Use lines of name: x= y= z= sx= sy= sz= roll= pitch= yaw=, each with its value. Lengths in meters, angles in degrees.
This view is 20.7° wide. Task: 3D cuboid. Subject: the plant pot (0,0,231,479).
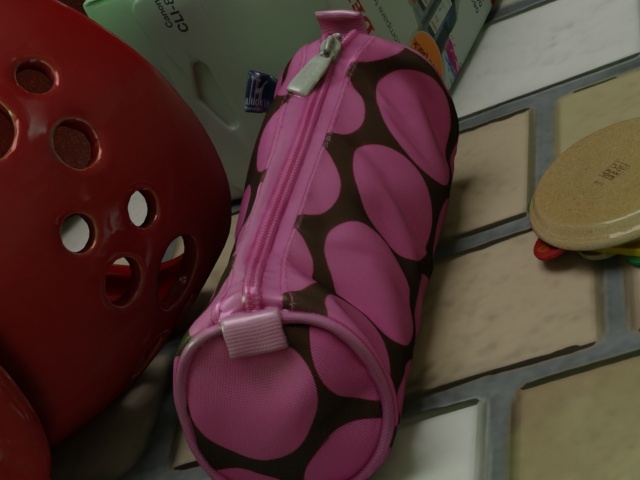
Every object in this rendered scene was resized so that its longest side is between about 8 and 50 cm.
plant pot: x=-0.157 y=0.011 z=0.732 sx=0.191 sy=0.191 sz=0.174 roll=-5 pitch=40 yaw=38

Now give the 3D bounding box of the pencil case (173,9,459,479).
pencil case: x=0.000 y=0.000 z=0.693 sx=0.095 sy=0.098 sz=0.209 roll=2 pitch=38 yaw=9

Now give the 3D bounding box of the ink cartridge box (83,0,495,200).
ink cartridge box: x=-0.006 y=-0.125 z=0.868 sx=0.127 sy=0.128 sz=0.176 roll=-9 pitch=36 yaw=33

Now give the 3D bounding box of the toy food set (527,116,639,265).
toy food set: x=0.120 y=-0.020 z=0.698 sx=0.083 sy=0.020 sz=0.082 roll=9 pitch=47 yaw=49

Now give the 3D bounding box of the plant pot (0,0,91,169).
plant pot: x=-0.199 y=-0.172 z=1.013 sx=0.235 sy=0.267 sz=0.267 roll=-33 pitch=26 yaw=-29
